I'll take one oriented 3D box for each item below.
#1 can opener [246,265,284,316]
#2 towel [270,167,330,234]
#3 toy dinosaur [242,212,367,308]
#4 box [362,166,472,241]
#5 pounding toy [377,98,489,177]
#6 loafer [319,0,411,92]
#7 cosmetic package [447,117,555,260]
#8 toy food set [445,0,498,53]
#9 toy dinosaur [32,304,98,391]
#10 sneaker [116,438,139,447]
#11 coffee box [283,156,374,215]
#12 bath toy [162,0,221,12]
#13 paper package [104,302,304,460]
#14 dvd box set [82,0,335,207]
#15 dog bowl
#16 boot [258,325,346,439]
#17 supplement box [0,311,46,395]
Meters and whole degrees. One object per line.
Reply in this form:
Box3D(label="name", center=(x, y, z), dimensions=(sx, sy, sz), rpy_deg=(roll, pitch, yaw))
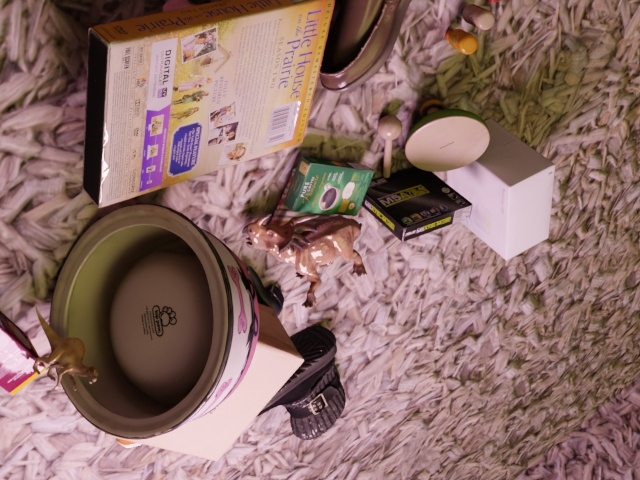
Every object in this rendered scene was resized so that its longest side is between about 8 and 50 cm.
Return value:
Box3D(label="can opener", center=(-0.137, 0.112, 2.023), dimensions=(0.059, 0.073, 0.186), rpy_deg=(-12, 141, 21))
Box3D(label="towel", center=(-0.040, -0.060, 1.976), dimensions=(0.144, 0.029, 0.197), rpy_deg=(7, 115, -44))
Box3D(label="toy dinosaur", center=(0.000, 0.000, 1.944), dimensions=(0.295, 0.127, 0.200), rpy_deg=(-26, 128, -29))
Box3D(label="box", center=(0.200, -0.085, 2.035), dimensions=(0.190, 0.184, 0.045), rpy_deg=(-18, 135, -27))
Box3D(label="pounding toy", center=(0.239, -0.242, 2.023), dimensions=(0.236, 0.110, 0.183), rpy_deg=(-8, 146, 1))
Box3D(label="loafer", center=(0.084, -0.445, 1.698), dimensions=(0.130, 0.134, 0.366), rpy_deg=(26, 94, -44))
Box3D(label="cosmetic package", center=(0.409, -0.118, 2.151), dimensions=(0.138, 0.224, 0.224), rpy_deg=(-28, 136, -20))
Box3D(label="toy food set", center=(0.285, -0.500, 1.857), dimensions=(0.111, 0.104, 0.232), rpy_deg=(-22, 118, -7))
Box3D(label="toy dinosaur", center=(-0.462, 0.205, 1.663), dimensions=(0.092, 0.183, 0.053), rpy_deg=(-48, 161, 0))
Box3D(label="sneaker", center=(-0.363, 0.403, 2.054), dimensions=(0.175, 0.064, 0.067), rpy_deg=(-15, 133, -31))
Box3D(label="coffee box", center=(0.019, -0.111, 1.935), dimensions=(0.184, 0.040, 0.113), rpy_deg=(1, 119, -41))
Box3D(label="bath toy", center=(-0.196, -0.344, 1.532), dimensions=(0.348, 0.129, 0.151), rpy_deg=(-37, 105, -12))
Box3D(label="paper package", center=(-0.253, 0.268, 1.916), dimensions=(0.309, 0.168, 0.325), rpy_deg=(25, 112, -42))
Box3D(label="dvd box set", center=(-0.178, -0.240, 1.509), dimensions=(0.420, 0.062, 0.308), rpy_deg=(-23, 144, -34))
Box3D(label="dog bowl", center=(-0.286, 0.145, 1.673), dimensions=(0.408, 0.408, 0.150), rpy_deg=(-56, 152, 12))
Box3D(label="boot", center=(-0.086, 0.382, 2.218), dimensions=(0.348, 0.131, 0.260), rpy_deg=(-26, 136, -22))
Box3D(label="supplement box", center=(-0.582, 0.176, 1.651), dimensions=(0.081, 0.104, 0.188), rpy_deg=(-39, 139, -9))
